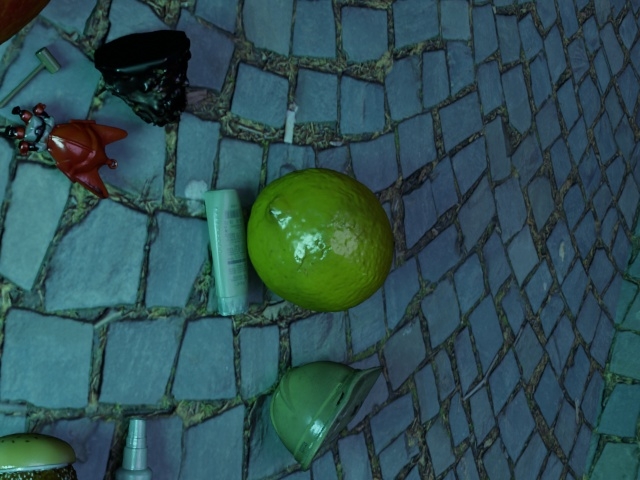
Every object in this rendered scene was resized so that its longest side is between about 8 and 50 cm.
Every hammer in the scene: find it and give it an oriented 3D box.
[{"bbox_3d":[-0.407,-0.221,1.183,0.110,0.019,0.035,-56,128,-27],"label":"hammer"}]

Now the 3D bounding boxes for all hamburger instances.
[{"bbox_3d":[-0.393,0.322,1.119,0.175,0.175,0.136,7,73,-47],"label":"hamburger"}]

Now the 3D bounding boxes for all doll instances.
[{"bbox_3d":[-0.358,-0.136,1.208,0.169,0.057,0.109,26,74,-46],"label":"doll"}]

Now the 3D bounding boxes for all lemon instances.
[{"bbox_3d":[0.001,0.001,1.466,0.267,0.267,0.267,-2,93,-47],"label":"lemon"}]

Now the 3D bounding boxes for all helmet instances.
[{"bbox_3d":[-0.010,0.286,1.548,0.257,0.137,0.204,-32,153,-59],"label":"helmet"}]

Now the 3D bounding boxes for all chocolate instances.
[{"bbox_3d":[-0.248,-0.229,1.273,0.156,0.156,0.133,-43,133,-38],"label":"chocolate"}]

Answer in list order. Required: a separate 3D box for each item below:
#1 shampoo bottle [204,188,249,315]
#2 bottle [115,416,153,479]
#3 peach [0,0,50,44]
[{"bbox_3d":[-0.156,0.019,1.439,0.072,0.049,0.212,-9,97,-55],"label":"shampoo bottle"},{"bbox_3d":[-0.288,0.380,1.304,0.060,0.060,0.217,6,85,-47],"label":"bottle"},{"bbox_3d":[-0.446,-0.361,0.901,0.370,0.370,0.369,-2,93,-47],"label":"peach"}]
